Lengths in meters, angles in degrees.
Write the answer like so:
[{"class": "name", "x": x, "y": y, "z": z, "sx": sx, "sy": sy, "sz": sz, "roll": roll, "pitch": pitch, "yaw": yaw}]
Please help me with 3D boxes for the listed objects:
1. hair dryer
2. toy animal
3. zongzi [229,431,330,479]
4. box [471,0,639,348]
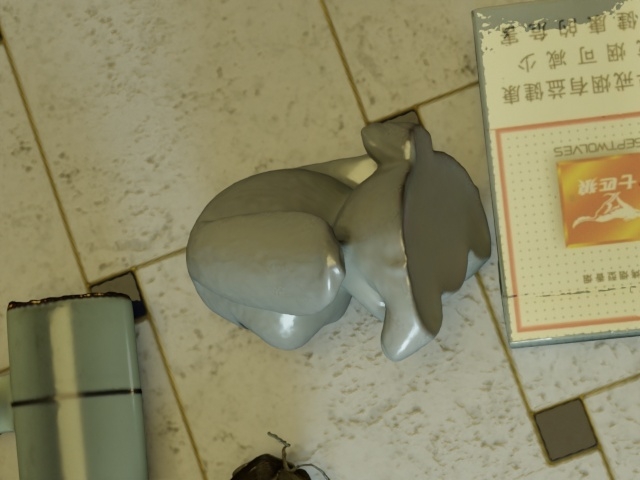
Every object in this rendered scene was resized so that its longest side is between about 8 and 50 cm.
[{"class": "hair dryer", "x": -0.352, "y": 0.171, "z": 1.563, "sx": 0.362, "sy": 0.128, "sz": 0.203, "roll": -8, "pitch": 84, "yaw": 15}, {"class": "toy animal", "x": 0.000, "y": 0.000, "z": 1.486, "sx": 0.265, "sy": 0.272, "sz": 0.206, "roll": -7, "pitch": 112, "yaw": 29}, {"class": "zongzi", "x": -0.054, "y": 0.351, "z": 1.492, "sx": 0.247, "sy": 0.111, "sz": 0.241, "roll": -41, "pitch": 77, "yaw": 1}, {"class": "box", "x": 0.266, "y": -0.068, "z": 1.502, "sx": 0.210, "sy": 0.095, "sz": 0.330, "roll": -7, "pitch": 82, "yaw": 8}]
